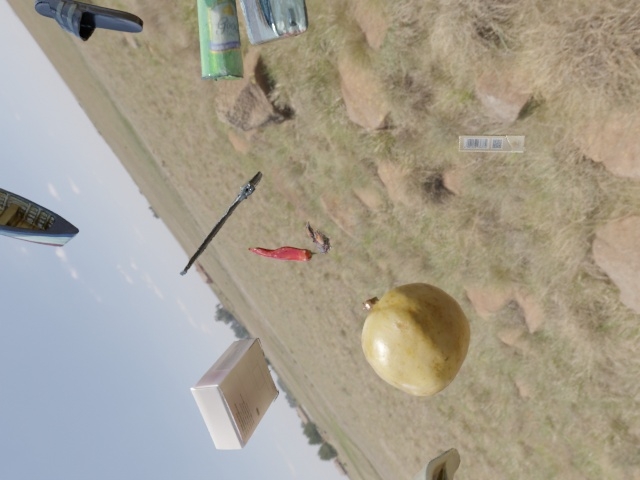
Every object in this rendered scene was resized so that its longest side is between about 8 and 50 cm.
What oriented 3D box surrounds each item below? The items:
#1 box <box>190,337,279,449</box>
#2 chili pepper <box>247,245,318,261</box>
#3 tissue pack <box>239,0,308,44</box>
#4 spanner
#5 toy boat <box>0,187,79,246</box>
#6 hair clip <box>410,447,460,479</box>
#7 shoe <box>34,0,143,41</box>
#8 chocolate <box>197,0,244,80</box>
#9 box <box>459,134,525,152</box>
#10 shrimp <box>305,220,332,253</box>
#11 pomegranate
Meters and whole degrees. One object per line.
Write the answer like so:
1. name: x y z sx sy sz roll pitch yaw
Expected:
1. box: -0.238 0.438 1.324 0.252 0.106 0.203 -49 -55 -64
2. chili pepper: -0.094 0.032 1.086 0.178 0.027 0.045 6 157 9
3. tissue pack: -0.122 -0.586 1.053 0.316 0.103 0.228 -133 30 -63
4. spanner: -0.234 -0.049 1.087 0.026 0.326 0.093 41 156 -17
5. toy boat: -0.480 -0.041 0.670 0.228 0.046 0.080 21 -141 -19
6. hair clip: 0.139 0.420 0.647 0.113 0.173 0.282 34 -169 -5
7. shoe: -0.401 -0.372 0.780 0.071 0.179 0.049 -175 92 -83
8. chocolate: -0.241 -0.531 1.067 0.110 0.110 0.292 -149 53 -60
9. box: 0.234 -0.134 0.624 0.053 0.083 0.024 -41 -49 -68
10. shrimp: 0.001 0.000 0.852 0.038 0.029 0.092 32 168 42
11. pomegranate: 0.254 0.263 1.207 0.307 0.307 0.307 51 166 18
